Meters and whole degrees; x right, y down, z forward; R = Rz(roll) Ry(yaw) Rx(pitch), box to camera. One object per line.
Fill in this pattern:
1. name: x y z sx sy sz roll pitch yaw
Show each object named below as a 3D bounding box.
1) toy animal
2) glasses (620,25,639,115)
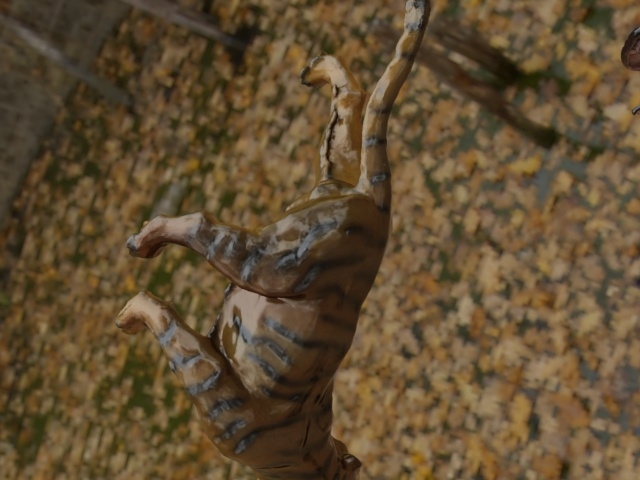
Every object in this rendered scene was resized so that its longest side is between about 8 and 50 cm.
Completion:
1. toy animal: -0.004 0.002 0.639 0.116 0.114 0.255 29 107 23
2. glasses: 0.306 -0.133 0.925 0.255 0.162 0.095 120 139 -73
